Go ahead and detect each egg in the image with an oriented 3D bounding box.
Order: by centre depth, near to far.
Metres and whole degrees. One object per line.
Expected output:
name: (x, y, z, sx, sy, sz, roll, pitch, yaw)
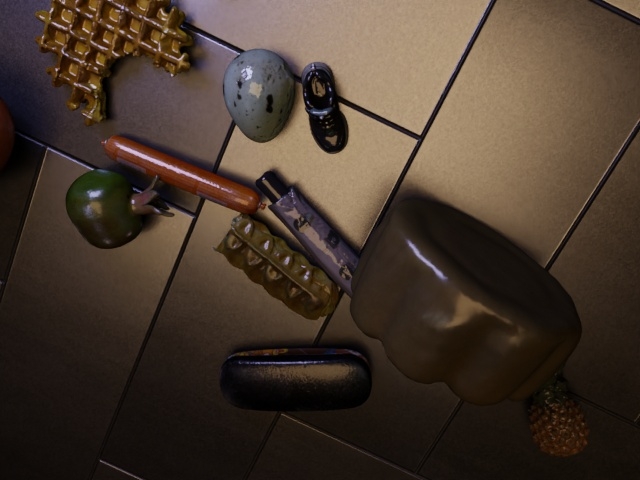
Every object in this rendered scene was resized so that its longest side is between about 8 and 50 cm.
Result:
egg: (-0.105, -0.255, 1.034, 0.131, 0.131, 0.164, -6, 117, 8)

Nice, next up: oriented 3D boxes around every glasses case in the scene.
glasses case: (-0.053, 0.292, 1.217, 0.321, 0.082, 0.122, -3, 105, 9)

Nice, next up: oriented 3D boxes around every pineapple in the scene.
pineapple: (0.450, 0.281, 1.140, 0.130, 0.119, 0.277, -14, 104, 30)

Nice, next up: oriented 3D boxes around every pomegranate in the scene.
pomegranate: (-0.385, -0.068, 1.122, 0.191, 0.131, 0.152, -15, 125, 8)

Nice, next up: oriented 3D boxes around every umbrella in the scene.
umbrella: (0.000, 0.000, 1.127, 0.337, 0.073, 0.067, 47, 64, -8)

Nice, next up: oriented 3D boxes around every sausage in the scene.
sausage: (-0.265, -0.126, 1.120, 0.348, 0.053, 0.053, 22, 108, 5)

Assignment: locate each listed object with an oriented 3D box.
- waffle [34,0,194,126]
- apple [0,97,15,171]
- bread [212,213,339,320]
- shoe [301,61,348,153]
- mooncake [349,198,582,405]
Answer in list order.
waffle: (-0.384, -0.375, 1.064, 0.293, 0.069, 0.259, -21, 101, 15)
apple: (-0.696, -0.186, 1.055, 0.272, 0.251, 0.206, -26, 77, 8)
bread: (-0.079, 0.057, 1.147, 0.269, 0.098, 0.087, 38, 149, -6)
shoe: (0.004, -0.233, 1.041, 0.071, 0.099, 0.169, -13, 106, 8)
mooncake: (0.233, 0.105, 0.981, 0.379, 0.378, 0.200, 29, 114, -3)
